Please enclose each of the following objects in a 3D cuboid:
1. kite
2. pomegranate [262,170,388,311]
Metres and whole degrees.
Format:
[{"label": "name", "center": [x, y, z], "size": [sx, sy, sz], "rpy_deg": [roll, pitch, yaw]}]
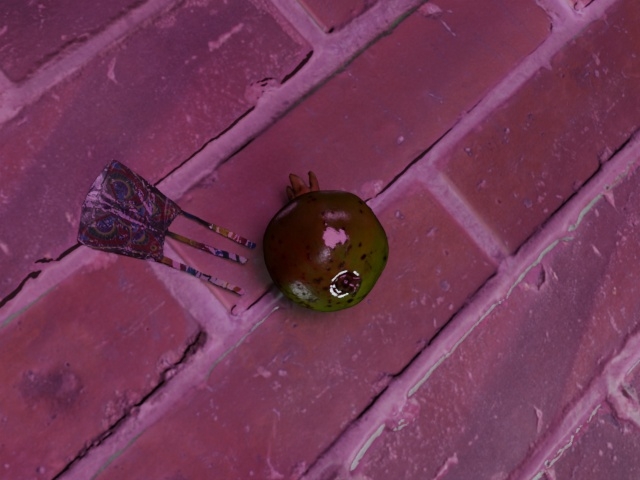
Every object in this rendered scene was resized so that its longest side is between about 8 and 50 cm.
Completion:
[{"label": "kite", "center": [-0.235, -0.008, 2.027], "size": [0.285, 0.015, 0.152], "rpy_deg": [25, 65, -12]}, {"label": "pomegranate", "center": [0.004, -0.011, 2.035], "size": [0.198, 0.198, 0.246], "rpy_deg": [2, 70, -24]}]
